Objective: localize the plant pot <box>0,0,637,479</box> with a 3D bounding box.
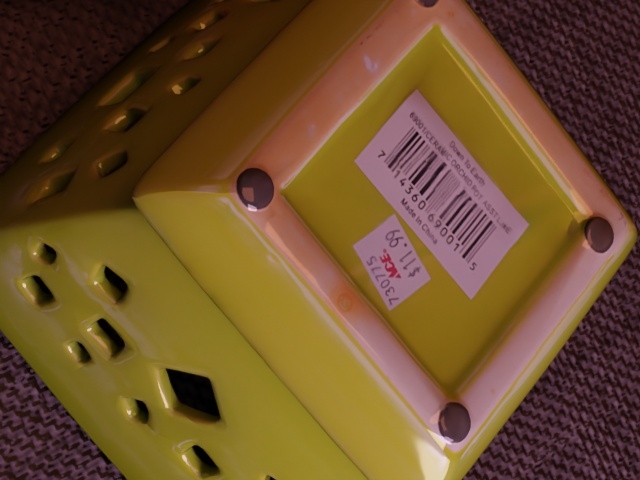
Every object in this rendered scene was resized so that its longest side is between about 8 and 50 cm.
[{"bbox_3d":[0.000,0.000,0.926,0.228,0.207,0.227,51,59,-15],"label":"plant pot"}]
